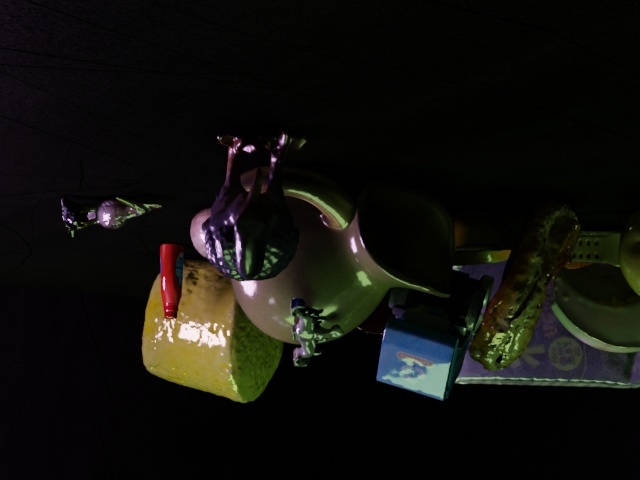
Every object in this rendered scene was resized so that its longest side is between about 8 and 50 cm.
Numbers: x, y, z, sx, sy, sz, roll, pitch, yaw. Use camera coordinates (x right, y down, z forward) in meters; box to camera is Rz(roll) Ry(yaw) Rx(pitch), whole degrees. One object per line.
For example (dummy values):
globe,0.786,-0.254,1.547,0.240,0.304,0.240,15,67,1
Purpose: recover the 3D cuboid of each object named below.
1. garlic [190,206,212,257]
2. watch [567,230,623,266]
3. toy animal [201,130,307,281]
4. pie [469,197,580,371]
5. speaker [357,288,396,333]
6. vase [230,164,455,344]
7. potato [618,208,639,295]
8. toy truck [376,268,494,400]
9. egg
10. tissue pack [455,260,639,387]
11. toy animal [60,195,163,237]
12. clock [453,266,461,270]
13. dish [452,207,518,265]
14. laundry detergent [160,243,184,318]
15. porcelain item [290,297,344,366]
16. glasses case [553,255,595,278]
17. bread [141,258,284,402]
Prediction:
garlic,-0.178,-0.014,1.809,0.102,0.086,0.195,-9,173,-17
watch,0.471,0.009,1.794,0.269,0.102,0.165,0,-177,28
toy animal,-0.084,-0.036,1.263,0.122,0.185,0.298,2,172,-10
pie,0.326,0.080,1.640,0.086,0.308,0.308,26,177,13
speaker,0.008,0.084,2.141,0.259,0.198,0.330,-8,-173,-34
vase,0.000,0.000,1.514,0.302,0.240,0.329,-19,135,34
potato,0.580,0.029,1.618,0.300,0.172,0.140,7,163,-44
toy truck,0.192,0.139,1.726,0.146,0.175,0.367,17,-168,14
egg,0.550,0.117,1.925,0.271,0.206,0.162,-26,168,-14
tissue pack,0.461,0.154,2.110,0.395,0.287,0.124,1,165,1
toy animal,-0.353,-0.049,1.728,0.203,0.070,0.105,-8,179,27
clock,0.204,0.015,1.924,0.176,0.079,0.117,-3,171,23
dish,0.259,-0.006,1.734,0.149,0.080,0.208,-10,169,21
laundry detergent,-0.329,0.092,2.272,0.049,0.165,0.097,-1,171,7
porcelain item,-0.004,0.132,1.478,0.075,0.021,0.136,-1,134,1
glasses case,0.548,0.041,2.038,0.234,0.079,0.064,3,165,-7
bread,-0.254,0.199,2.496,0.308,0.348,0.348,11,175,18
